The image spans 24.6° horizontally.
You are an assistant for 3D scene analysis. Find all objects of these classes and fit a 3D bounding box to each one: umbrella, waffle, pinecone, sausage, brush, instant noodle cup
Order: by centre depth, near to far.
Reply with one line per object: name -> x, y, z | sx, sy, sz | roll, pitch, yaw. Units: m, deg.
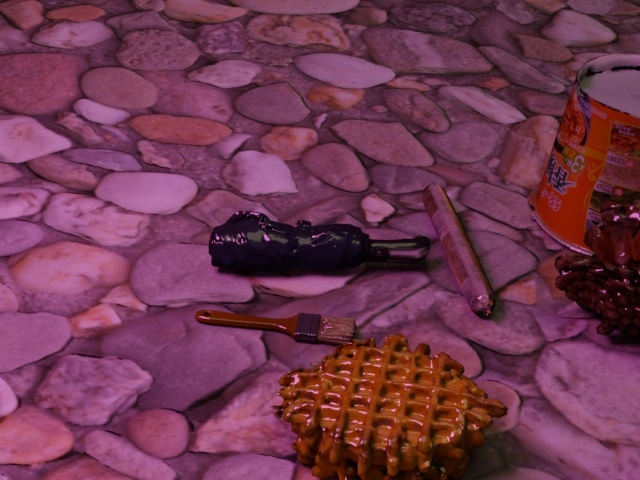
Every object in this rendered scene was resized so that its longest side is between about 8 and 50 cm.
waffle -> 0.059, 0.162, 1.383 | 0.193, 0.070, 0.197 | -25, 41, -38
brush -> -0.047, 0.087, 1.534 | 0.170, 0.014, 0.043 | 6, 31, 3
pinecone -> 0.356, 0.028, 1.560 | 0.195, 0.149, 0.179 | -21, 34, -39
umbrella -> 0.001, 0.003, 1.622 | 0.248, 0.070, 0.071 | 1, 33, -4
sausage -> 0.155, 0.006, 1.670 | 0.033, 0.032, 0.269 | -2, 33, -11
instant noodle cup -> 0.375, -0.103, 1.735 | 0.230, 0.182, 0.230 | 5, 32, -3
